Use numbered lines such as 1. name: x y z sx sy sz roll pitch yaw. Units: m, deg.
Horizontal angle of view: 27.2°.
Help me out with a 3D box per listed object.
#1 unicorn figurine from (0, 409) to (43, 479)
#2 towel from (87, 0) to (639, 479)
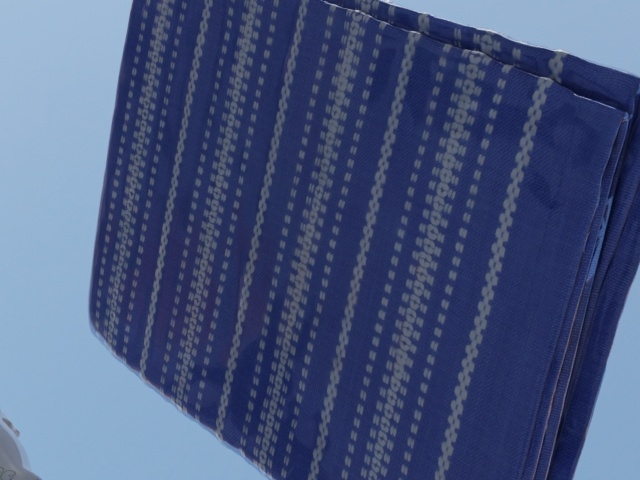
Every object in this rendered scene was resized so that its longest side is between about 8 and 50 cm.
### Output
1. unicorn figurine: -0.174 0.108 0.667 0.162 0.111 0.060 35 -111 18
2. towel: 0.000 0.000 0.623 0.336 0.040 0.243 29 -67 44
